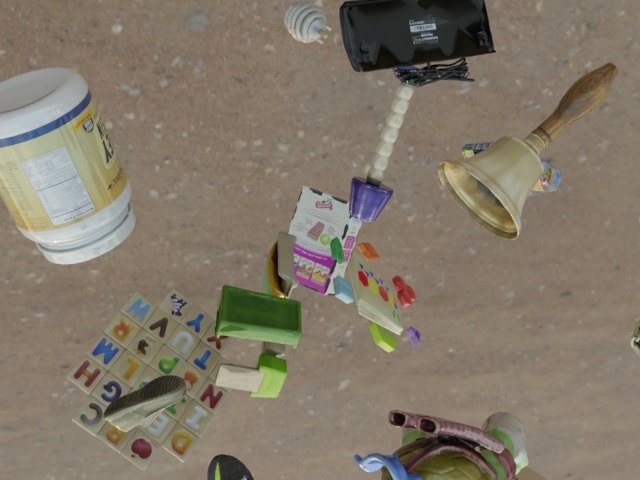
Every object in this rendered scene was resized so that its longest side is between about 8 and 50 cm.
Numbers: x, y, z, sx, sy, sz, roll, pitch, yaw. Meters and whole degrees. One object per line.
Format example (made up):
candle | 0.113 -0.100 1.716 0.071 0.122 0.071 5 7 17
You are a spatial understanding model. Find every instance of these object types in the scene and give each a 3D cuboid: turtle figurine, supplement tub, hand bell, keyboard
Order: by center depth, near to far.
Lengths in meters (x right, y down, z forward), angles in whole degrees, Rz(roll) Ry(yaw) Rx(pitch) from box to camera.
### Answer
turtle figurine | 0.122 0.272 0.677 0.198 0.274 0.266 -42 175 18
keyboard | 0.102 -0.209 0.799 0.192 0.100 0.038 -14 -175 -28
hand bell | 0.269 -0.128 0.894 0.242 0.126 0.126 -44 140 -7
supplement tub | -0.492 -0.136 1.400 0.228 0.228 0.316 -15 125 1

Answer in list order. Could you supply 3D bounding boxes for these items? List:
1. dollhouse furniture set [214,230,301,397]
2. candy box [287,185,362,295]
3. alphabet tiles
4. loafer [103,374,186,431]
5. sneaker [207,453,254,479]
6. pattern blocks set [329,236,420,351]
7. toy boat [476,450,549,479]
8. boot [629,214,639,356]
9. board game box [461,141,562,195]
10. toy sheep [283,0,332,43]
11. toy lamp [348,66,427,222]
dollhouse furniture set | -0.138 0.131 1.489 0.151 0.301 0.197 11 128 -12
candy box | 0.000 0.000 1.839 0.071 0.159 0.233 6 105 -60
alphabet tiles | -0.326 0.271 1.518 0.285 0.342 0.011 40 144 -9
loafer | -0.265 0.254 1.163 0.148 0.056 0.050 -22 117 19
sneaker | -0.175 0.494 1.229 0.121 0.300 0.111 5 -172 23
pattern blocks set | 0.125 0.123 1.684 0.026 0.285 0.325 -31 126 25
toy boat | 0.281 0.490 1.281 0.318 0.267 0.148 -10 118 -44
boot | 0.495 0.074 1.088 0.077 0.165 0.213 4 138 43
board game box | 0.465 -0.171 1.795 0.194 0.060 0.194 1 142 37
toy sheep | -0.027 -0.453 1.565 0.091 0.132 0.091 -31 140 -31
toy lamp | 0.114 -0.164 1.286 0.080 0.080 0.274 11 106 -28
